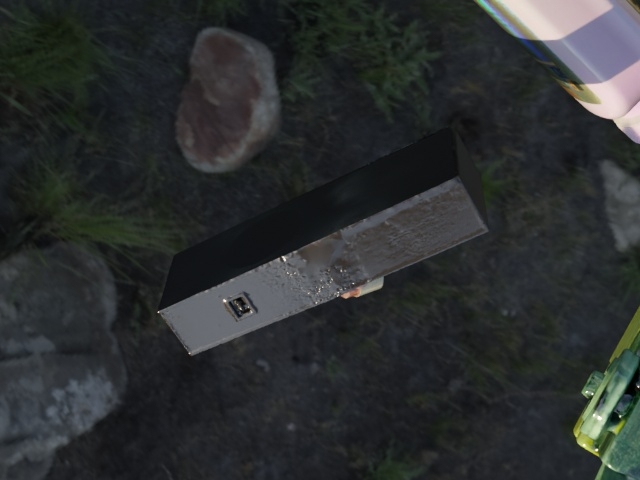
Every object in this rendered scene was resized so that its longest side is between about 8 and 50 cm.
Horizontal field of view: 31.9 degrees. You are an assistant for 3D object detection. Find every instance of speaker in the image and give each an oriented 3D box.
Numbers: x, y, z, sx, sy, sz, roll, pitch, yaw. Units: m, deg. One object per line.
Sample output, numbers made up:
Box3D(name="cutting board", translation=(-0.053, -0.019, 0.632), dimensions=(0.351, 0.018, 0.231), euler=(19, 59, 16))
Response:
Box3D(name="speaker", translation=(0.000, 0.000, 0.741), dimensions=(0.218, 0.082, 0.044), euler=(-23, 117, 17))

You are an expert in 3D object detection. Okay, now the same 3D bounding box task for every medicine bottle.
Box3D(name="medicine bottle", translation=(0.184, -0.153, 0.797), dimensions=(0.219, 0.115, 0.078), euler=(38, 101, -24))

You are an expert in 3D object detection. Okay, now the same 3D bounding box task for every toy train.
Box3D(name="toy train", translation=(0.429, 0.097, 1.244), dimensions=(0.179, 0.272, 0.442), euler=(29, 93, 11))

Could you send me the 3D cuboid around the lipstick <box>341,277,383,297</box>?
Box3D(name="lipstick", translation=(-0.008, 0.059, 1.442), dimensions=(0.186, 0.057, 0.063), euler=(-18, 120, -27))
